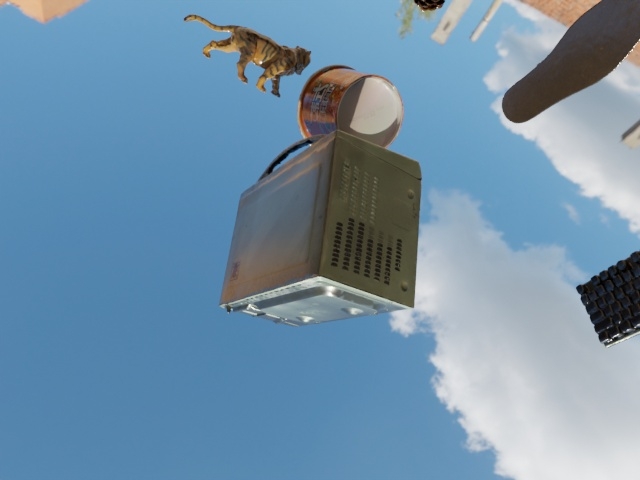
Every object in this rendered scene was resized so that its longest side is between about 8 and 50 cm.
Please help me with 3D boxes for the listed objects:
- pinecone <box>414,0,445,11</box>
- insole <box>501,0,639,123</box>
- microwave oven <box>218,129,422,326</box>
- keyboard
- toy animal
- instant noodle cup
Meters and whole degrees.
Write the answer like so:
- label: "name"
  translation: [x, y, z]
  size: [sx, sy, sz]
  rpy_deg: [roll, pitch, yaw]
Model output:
- label: "pinecone"
  translation: [0.192, -0.433, 0.783]
  size: [0.077, 0.077, 0.083]
  rpy_deg: [17, -172, -12]
- label: "insole"
  translation: [0.451, -0.317, 0.849]
  size: [0.007, 0.328, 0.111]
  rpy_deg: [-23, -99, -25]
- label: "microwave oven"
  translation: [0.000, 0.000, 0.967]
  size: [0.247, 0.394, 0.333]
  rpy_deg: [19, -113, -31]
- label: "keyboard"
  translation: [0.425, 0.017, 0.519]
  size: [0.027, 0.317, 0.106]
  rpy_deg: [9, -127, -18]
- label: "toy animal"
  translation: [-0.148, -0.381, 0.914]
  size: [0.255, 0.116, 0.114]
  rpy_deg: [24, -163, -18]
- label: "instant noodle cup"
  translation: [0.085, -0.332, 1.220]
  size: [0.250, 0.251, 0.192]
  rpy_deg: [-2, -161, -25]
